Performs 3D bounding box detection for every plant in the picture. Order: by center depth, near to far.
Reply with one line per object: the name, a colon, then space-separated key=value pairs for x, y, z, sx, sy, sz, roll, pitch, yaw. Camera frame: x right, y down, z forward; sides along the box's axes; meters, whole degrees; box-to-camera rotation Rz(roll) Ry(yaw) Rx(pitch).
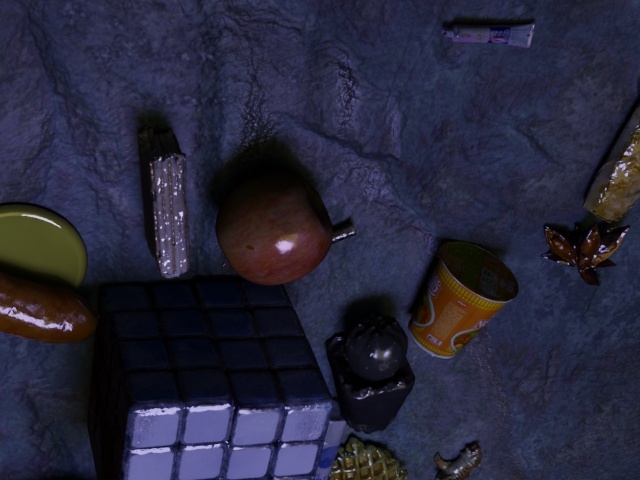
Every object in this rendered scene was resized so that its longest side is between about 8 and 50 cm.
plant: x=0.092 y=0.252 z=2.024 sx=0.142 sy=0.164 sz=0.256 roll=-6 pitch=127 yaw=-15

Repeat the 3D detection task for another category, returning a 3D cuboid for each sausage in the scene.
sausage: x=-0.485 y=0.102 z=1.713 sx=0.271 sy=0.109 sz=0.109 roll=22 pitch=114 yaw=-31

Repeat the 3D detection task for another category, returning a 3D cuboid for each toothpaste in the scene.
toothpaste: x=0.279 y=-0.341 z=1.758 sx=0.170 sy=0.028 sz=0.045 roll=-3 pitch=118 yaw=-22
toothpaste: x=-0.033 y=0.487 z=2.199 sx=0.125 sy=0.080 sz=0.371 roll=25 pitch=120 yaw=7

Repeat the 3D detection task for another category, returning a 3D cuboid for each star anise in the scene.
star anise: x=0.527 y=0.015 z=2.078 sx=0.212 sy=0.053 sz=0.157 roll=28 pitch=130 yaw=-26

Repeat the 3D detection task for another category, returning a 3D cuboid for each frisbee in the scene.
frisbee: x=-0.500 y=0.042 z=1.740 sx=0.236 sy=0.017 sz=0.235 roll=-10 pitch=127 yaw=-14

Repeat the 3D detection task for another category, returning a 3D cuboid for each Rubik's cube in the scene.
Rubik's cube: x=-0.204 y=0.296 z=1.825 sx=0.337 sy=0.344 sz=0.343 roll=0 pitch=125 yaw=-19

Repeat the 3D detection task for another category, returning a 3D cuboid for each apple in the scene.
apple: x=-0.078 y=-0.020 z=1.752 sx=0.174 sy=0.188 sz=0.188 roll=-26 pitch=130 yaw=11

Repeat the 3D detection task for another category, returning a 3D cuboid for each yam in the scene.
yam: x=0.000 y=0.000 z=1.898 sx=0.130 sy=0.033 sz=0.027 roll=-21 pitch=156 yaw=-1

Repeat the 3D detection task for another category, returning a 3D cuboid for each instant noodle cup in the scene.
instant noodle cup: x=0.255 y=0.121 z=2.009 sx=0.169 sy=0.168 sz=0.185 roll=11 pitch=126 yaw=-27

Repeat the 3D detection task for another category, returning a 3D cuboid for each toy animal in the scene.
toy animal: x=0.273 y=0.545 z=2.371 sx=0.099 sy=0.056 sz=0.241 roll=16 pitch=116 yaw=-30

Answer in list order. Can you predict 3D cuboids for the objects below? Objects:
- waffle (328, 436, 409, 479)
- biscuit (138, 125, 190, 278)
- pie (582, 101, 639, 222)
waffle: x=0.074 y=0.520 z=2.278 sx=0.208 sy=0.054 sz=0.214 roll=34 pitch=110 yaw=-32
biscuit: x=-0.247 y=-0.060 z=1.705 sx=0.062 sy=0.108 sz=0.238 roll=-11 pitch=127 yaw=-17
pie: x=0.595 y=-0.159 z=1.986 sx=0.129 sy=0.068 sz=0.282 roll=14 pitch=115 yaw=-26
